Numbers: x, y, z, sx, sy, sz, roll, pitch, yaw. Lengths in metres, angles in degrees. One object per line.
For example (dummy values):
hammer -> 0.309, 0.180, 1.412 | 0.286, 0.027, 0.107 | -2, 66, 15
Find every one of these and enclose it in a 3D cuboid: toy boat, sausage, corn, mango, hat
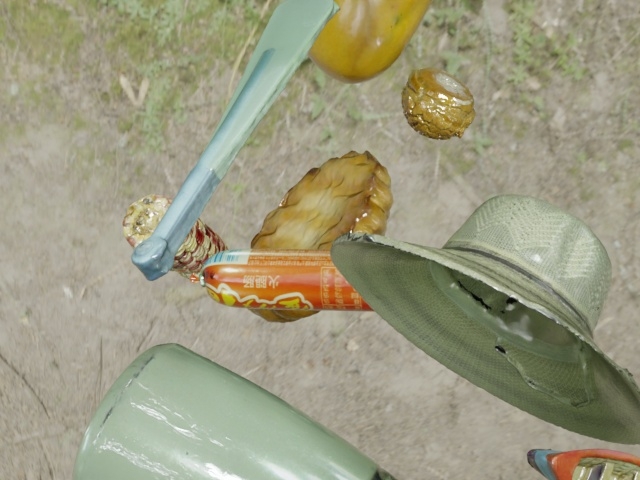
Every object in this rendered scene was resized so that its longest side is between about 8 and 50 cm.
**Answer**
toy boat -> 0.482, 0.416, 1.622 | 0.392, 0.079, 0.136 | 28, 78, -31
sausage -> -0.023, 0.044, 1.110 | 0.263, 0.083, 0.083 | 1, 69, 10
corn -> -0.207, 0.007, 1.464 | 0.098, 0.290, 0.098 | -3, 75, 11
mango -> 0.086, -0.473, 1.606 | 0.232, 0.300, 0.446 | 16, 84, -44
hat -> 0.137, 0.028, 0.673 | 0.252, 0.252, 0.110 | 34, 75, 0

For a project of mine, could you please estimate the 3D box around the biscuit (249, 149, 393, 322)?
biscuit -> 0.000, 0.000, 1.594 | 0.107, 0.325, 0.326 | 38, 63, -26

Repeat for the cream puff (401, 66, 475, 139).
cream puff -> 0.196, -0.226, 1.650 | 0.126, 0.103, 0.144 | 13, 30, -22

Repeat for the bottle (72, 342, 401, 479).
bottle -> -0.029, 0.231, 0.837 | 0.346, 0.168, 0.169 | 26, 66, 10

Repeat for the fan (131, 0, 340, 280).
fan -> -0.038, -0.058, 0.459 | 0.016, 0.038, 0.193 | 57, 44, -36
